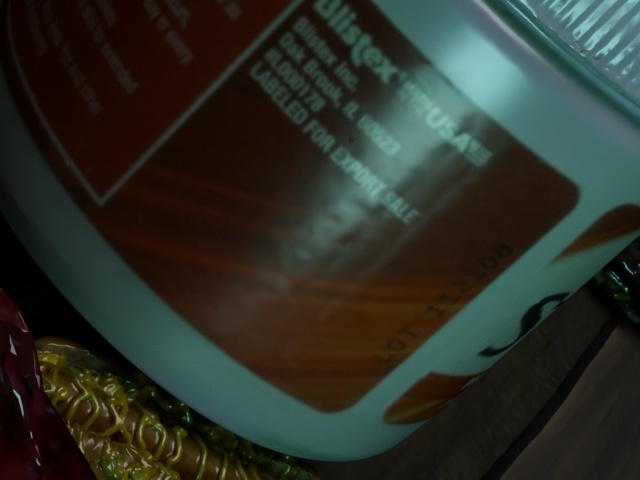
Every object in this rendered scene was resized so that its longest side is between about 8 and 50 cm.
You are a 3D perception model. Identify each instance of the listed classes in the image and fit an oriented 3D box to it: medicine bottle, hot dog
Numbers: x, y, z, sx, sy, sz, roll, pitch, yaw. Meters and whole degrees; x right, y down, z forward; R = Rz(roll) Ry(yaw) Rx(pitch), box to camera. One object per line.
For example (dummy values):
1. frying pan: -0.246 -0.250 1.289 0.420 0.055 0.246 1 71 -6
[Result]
1. medicine bottle: 0.020 -0.074 0.688 0.252 0.241 0.252 38 23 -19
2. hot dog: -0.058 0.088 0.648 0.165 0.045 0.071 34 37 -35

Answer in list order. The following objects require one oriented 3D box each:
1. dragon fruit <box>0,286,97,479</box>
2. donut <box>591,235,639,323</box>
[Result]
1. dragon fruit: -0.115 0.085 0.374 0.302 0.240 0.330 -23 73 -42
2. donut: 0.233 -0.057 1.178 0.269 0.103 0.270 39 33 -31
